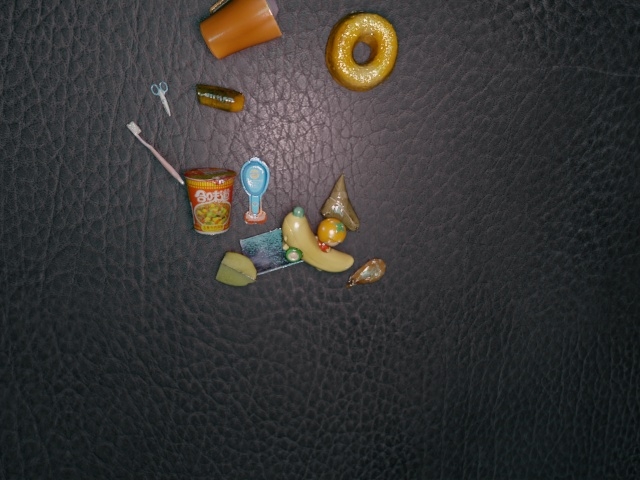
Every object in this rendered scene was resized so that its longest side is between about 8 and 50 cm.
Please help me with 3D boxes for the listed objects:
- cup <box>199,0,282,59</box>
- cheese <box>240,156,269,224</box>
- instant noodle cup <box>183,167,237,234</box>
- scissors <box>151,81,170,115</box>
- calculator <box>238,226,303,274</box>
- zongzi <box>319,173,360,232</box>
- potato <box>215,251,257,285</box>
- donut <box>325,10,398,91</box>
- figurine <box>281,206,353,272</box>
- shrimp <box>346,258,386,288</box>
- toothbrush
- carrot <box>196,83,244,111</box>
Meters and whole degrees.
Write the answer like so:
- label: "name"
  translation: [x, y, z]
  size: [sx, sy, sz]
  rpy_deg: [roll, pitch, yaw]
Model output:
- label: "cup"
  translation: [-0.269, -0.745, 1.650]
  size: [0.263, 0.182, 0.226]
  rpy_deg: [-25, 72, 6]
- label: "cheese"
  translation: [-0.245, -0.184, 1.839]
  size: [0.106, 0.037, 0.256]
  rpy_deg: [0, 105, -5]
- label: "instant noodle cup"
  translation: [-0.392, -0.139, 1.767]
  size: [0.193, 0.193, 0.212]
  rpy_deg: [0, 111, -7]
- label: "scissors"
  translation: [-0.554, -0.499, 1.738]
  size: [0.058, 0.014, 0.119]
  rpy_deg: [-20, 101, -1]
- label: "calculator"
  translation: [-0.172, 0.034, 1.906]
  size: [0.261, 0.021, 0.161]
  rpy_deg: [-16, 104, -3]
- label: "zongzi"
  translation: [0.115, -0.135, 1.872]
  size: [0.188, 0.081, 0.178]
  rpy_deg: [28, 94, -16]
- label: "potato"
  translation: [-0.317, 0.120, 1.887]
  size: [0.149, 0.081, 0.120]
  rpy_deg: [28, 139, -7]
- label: "donut"
  translation: [0.153, -0.668, 1.730]
  size: [0.277, 0.108, 0.278]
  rpy_deg: [-2, 104, -7]
- label: "figurine"
  translation: [0.000, 0.000, 1.827]
  size: [0.324, 0.124, 0.222]
  rpy_deg: [32, 113, -21]
- label: "shrimp"
  translation: [0.180, 0.140, 1.961]
  size: [0.184, 0.043, 0.091]
  rpy_deg: [-29, 108, 0]
- label: "toothbrush"
  translation: [-0.575, -0.309, 1.723]
  size: [0.029, 0.025, 0.307]
  rpy_deg: [-43, 82, -4]
- label: "carrot"
  translation: [-0.354, -0.499, 1.728]
  size: [0.173, 0.082, 0.082]
  rpy_deg: [6, 103, -7]
